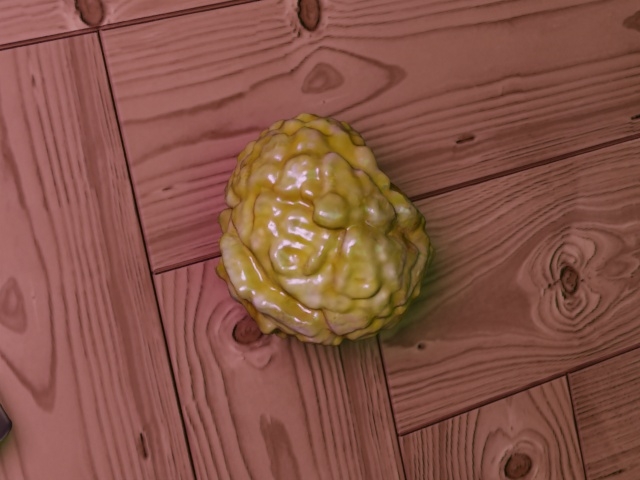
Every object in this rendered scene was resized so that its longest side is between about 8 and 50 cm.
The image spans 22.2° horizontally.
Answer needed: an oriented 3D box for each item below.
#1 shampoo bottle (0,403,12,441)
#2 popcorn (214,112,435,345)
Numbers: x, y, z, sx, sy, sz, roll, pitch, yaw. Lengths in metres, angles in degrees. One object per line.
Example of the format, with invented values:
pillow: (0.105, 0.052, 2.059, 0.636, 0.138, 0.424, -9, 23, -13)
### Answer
shampoo bottle: (-0.417, 0.061, 1.449, 0.125, 0.084, 0.350, -40, 109, -23)
popcorn: (0.000, 0.000, 1.641, 0.212, 0.259, 0.259, -32, 108, -1)
